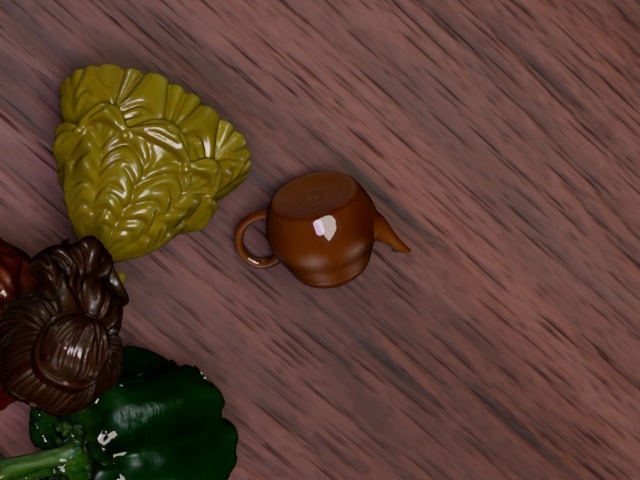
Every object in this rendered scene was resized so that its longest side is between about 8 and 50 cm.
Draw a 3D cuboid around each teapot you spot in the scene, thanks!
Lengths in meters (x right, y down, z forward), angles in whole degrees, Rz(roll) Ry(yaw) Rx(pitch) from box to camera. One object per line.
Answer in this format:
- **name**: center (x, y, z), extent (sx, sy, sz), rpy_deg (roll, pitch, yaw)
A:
- **teapot**: center (0.000, 0.000, 1.832), extent (0.173, 0.116, 0.116), rpy_deg (-6, 96, 13)

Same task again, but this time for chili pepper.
- **chili pepper**: center (-0.207, 0.204, 1.737), extent (0.261, 0.165, 0.174), rpy_deg (-17, 113, -40)

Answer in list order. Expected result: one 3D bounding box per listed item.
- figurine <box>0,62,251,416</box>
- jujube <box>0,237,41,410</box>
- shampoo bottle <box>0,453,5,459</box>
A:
- **figurine**: center (-0.200, 0.016, 1.675), extent (0.187, 0.168, 0.315), rpy_deg (47, 48, -33)
- **jujube**: center (-0.364, 0.059, 1.707), extent (0.250, 0.174, 0.174), rpy_deg (17, 89, -7)
- **shampoo bottle**: center (-0.324, 0.234, 1.778), extent (0.165, 0.040, 0.080), rpy_deg (53, 47, -24)
